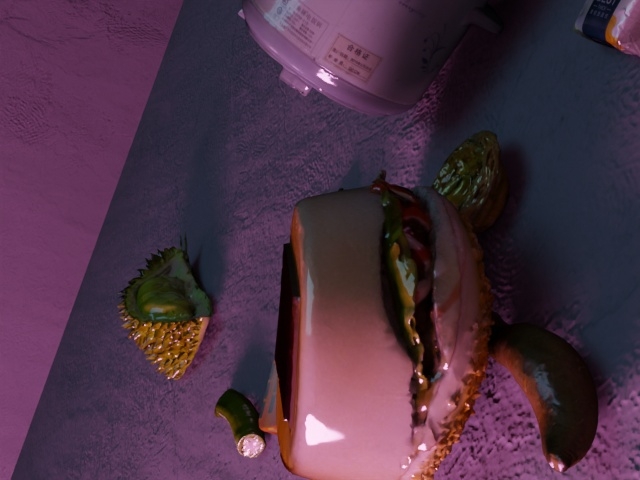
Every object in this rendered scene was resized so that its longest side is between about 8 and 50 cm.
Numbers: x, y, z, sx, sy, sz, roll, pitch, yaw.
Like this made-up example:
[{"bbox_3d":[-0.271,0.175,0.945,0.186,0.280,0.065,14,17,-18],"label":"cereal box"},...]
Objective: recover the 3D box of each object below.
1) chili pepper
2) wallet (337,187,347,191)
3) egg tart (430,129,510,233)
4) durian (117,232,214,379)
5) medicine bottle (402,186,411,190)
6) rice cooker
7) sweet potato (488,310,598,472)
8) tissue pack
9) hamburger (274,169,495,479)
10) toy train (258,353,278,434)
[{"bbox_3d":[-0.114,0.241,1.342,0.052,0.050,0.202,-33,17,-11],"label":"chili pepper"},{"bbox_3d":[0.000,0.000,1.334,0.156,0.018,0.082,-51,27,39],"label":"wallet"},{"bbox_3d":[0.152,-0.049,0.983,0.129,0.049,0.129,-55,21,33],"label":"egg tart"},{"bbox_3d":[-0.265,0.132,1.758,0.169,0.158,0.352,-31,25,-2],"label":"durian"},{"bbox_3d":[0.087,-0.008,1.081,0.058,0.058,0.091,-46,30,43],"label":"medicine bottle"},{"bbox_3d":[0.068,-0.307,1.100,0.316,0.317,0.264,-58,-7,24],"label":"rice cooker"},{"bbox_3d":[0.173,0.099,0.786,0.249,0.059,0.069,-112,36,-66],"label":"sweet potato"},{"bbox_3d":[0.267,-0.200,0.862,0.062,0.042,0.083,-65,21,15],"label":"tissue pack"},{"bbox_3d":[0.051,0.089,0.888,0.302,0.170,0.302,-177,90,-84],"label":"hamburger"},{"bbox_3d":[-0.016,0.156,1.150,0.099,0.072,0.188,-23,49,60],"label":"toy train"}]
